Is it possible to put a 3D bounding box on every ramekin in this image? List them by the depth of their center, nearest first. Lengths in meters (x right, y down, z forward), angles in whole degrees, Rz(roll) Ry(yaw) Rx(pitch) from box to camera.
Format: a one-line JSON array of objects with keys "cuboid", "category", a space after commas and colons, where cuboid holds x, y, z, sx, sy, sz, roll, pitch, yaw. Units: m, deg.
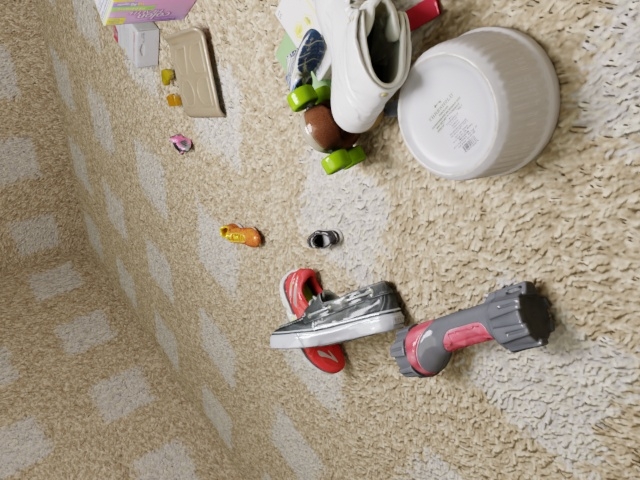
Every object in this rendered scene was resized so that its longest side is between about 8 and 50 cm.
[{"cuboid": [0.203, -0.180, 0.684, 0.207, 0.109, 0.207, 30, 131, 42], "category": "ramekin"}]

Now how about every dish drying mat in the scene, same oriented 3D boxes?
[{"cuboid": [0.149, -0.342, 0.757, 0.083, 0.008, 0.032, -6, 103, 56], "category": "dish drying mat"}]

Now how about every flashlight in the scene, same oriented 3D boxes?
[{"cuboid": [0.244, 0.167, 0.839, 0.103, 0.103, 0.304, 42, 146, -10], "category": "flashlight"}]

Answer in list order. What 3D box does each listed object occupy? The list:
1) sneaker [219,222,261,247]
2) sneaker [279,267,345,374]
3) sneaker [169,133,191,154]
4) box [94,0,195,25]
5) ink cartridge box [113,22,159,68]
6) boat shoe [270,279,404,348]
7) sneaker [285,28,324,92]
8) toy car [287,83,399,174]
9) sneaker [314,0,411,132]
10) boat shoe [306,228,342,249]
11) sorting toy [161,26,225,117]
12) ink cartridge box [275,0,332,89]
[{"cuboid": [-0.228, -0.009, 1.417, 0.175, 0.068, 0.064, 11, 116, 49], "category": "sneaker"}, {"cuboid": [-0.008, 0.197, 1.205, 0.118, 0.107, 0.278, -25, 91, 45], "category": "sneaker"}, {"cuboid": [-0.433, -0.293, 1.564, 0.119, 0.047, 0.057, 38, 144, 47], "category": "sneaker"}, {"cuboid": [-0.458, -0.676, 1.220, 0.117, 0.214, 0.242, -12, 99, 56], "category": "box"}, {"cuboid": [-0.563, -0.630, 1.518, 0.175, 0.072, 0.127, 51, 143, 23], "category": "ink cartridge box"}, {"cuboid": [0.027, 0.165, 1.089, 0.335, 0.121, 0.119, -18, 74, 30], "category": "boat shoe"}, {"cuboid": [-0.038, -0.324, 0.893, 0.058, 0.052, 0.135, 57, 146, 21], "category": "sneaker"}, {"cuboid": [0.067, -0.228, 0.865, 0.189, 0.149, 0.154, -27, 92, 28], "category": "toy car"}, {"cuboid": [0.068, -0.326, 0.725, 0.169, 0.108, 0.292, 148, 115, -72], "category": "sneaker"}, {"cuboid": [0.000, 0.000, 1.131, 0.125, 0.038, 0.046, -6, 104, 55], "category": "boat shoe"}, {"cuboid": [-0.366, -0.455, 1.384, 0.307, 0.041, 0.228, 17, 126, 49], "category": "sorting toy"}, {"cuboid": [-0.025, -0.370, 0.943, 0.171, 0.056, 0.235, 59, 143, 11], "category": "ink cartridge box"}]
